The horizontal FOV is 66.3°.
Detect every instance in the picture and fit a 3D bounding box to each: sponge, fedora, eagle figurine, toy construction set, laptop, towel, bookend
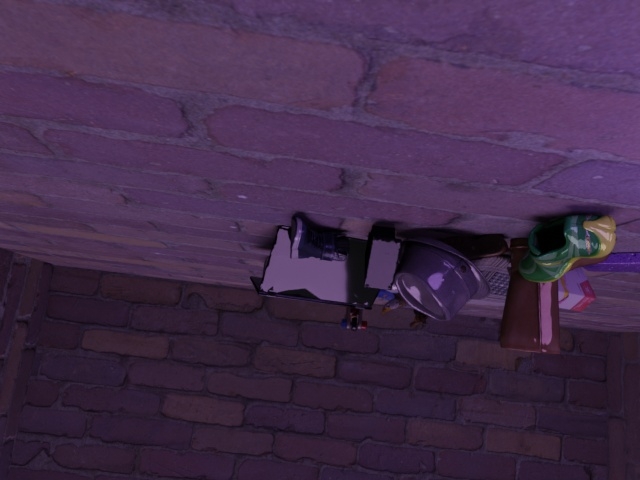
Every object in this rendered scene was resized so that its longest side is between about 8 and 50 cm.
[{"bbox_3d":[0.792,0.058,1.261,0.210,0.031,0.117,-2,165,42],"label":"sponge"},{"bbox_3d":[0.293,0.116,1.266,0.243,0.124,0.275,-1,138,52],"label":"fedora"},{"bbox_3d":[0.286,0.176,1.776,0.226,0.298,0.225,-42,169,37],"label":"eagle figurine"},{"bbox_3d":[0.195,0.242,2.192,0.308,0.257,0.237,-18,-176,6],"label":"toy construction set"},{"bbox_3d":[-0.005,0.081,1.608,0.382,0.236,0.408,10,-176,-15],"label":"laptop"},{"bbox_3d":[0.491,0.117,1.443,0.324,0.056,0.312,9,151,-9],"label":"towel"},{"bbox_3d":[0.160,0.019,1.277,0.072,0.156,0.157,7,-147,1],"label":"bookend"}]

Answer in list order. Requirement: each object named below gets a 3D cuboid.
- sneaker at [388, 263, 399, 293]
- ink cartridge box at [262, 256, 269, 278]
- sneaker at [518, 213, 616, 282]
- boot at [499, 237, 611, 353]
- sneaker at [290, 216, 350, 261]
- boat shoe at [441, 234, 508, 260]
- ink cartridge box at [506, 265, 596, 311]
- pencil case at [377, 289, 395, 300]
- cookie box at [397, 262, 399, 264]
[{"bbox_3d":[0.280,0.085,1.445,0.086,0.085,0.237,16,142,-38],"label":"sneaker"},{"bbox_3d":[-0.161,0.132,2.032,0.148,0.086,0.203,8,168,-8],"label":"ink cartridge box"},{"bbox_3d":[0.490,0.007,1.036,0.123,0.109,0.295,14,159,0],"label":"sneaker"},{"bbox_3d":[0.560,0.135,1.171,0.236,0.270,0.089,1,167,26],"label":"boot"},{"bbox_3d":[0.000,-0.002,1.291,0.163,0.086,0.226,4,166,-1],"label":"sneaker"},{"bbox_3d":[0.386,0.024,1.245,0.178,0.064,0.060,-6,161,39],"label":"boat shoe"},{"bbox_3d":[0.603,0.109,1.288,0.198,0.115,0.067,10,136,-13],"label":"ink cartridge box"},{"bbox_3d":[0.244,0.185,1.974,0.306,0.119,0.133,10,160,-14],"label":"pencil case"},{"bbox_3d":[0.257,0.090,1.574,0.040,0.092,0.107,19,164,-36],"label":"cookie box"}]
